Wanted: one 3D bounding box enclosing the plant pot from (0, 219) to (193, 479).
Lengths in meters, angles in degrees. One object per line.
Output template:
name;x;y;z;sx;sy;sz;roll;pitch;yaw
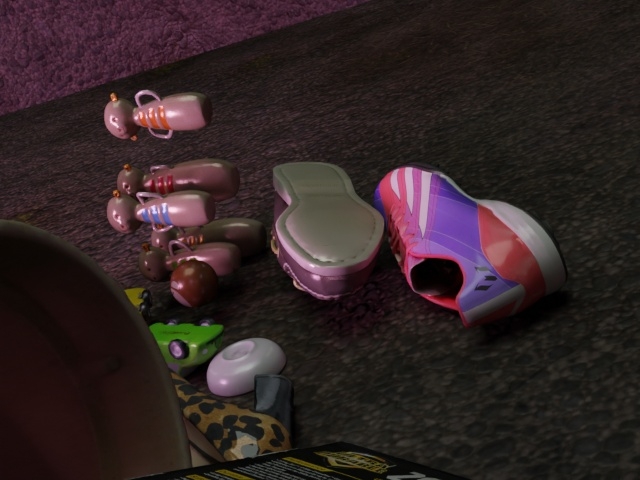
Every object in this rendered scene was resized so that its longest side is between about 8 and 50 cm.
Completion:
plant pot;-0.306;0.186;0.759;0.306;0.333;0.334;-17;21;24

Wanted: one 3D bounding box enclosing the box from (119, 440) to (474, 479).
box;0.029;0.192;0.595;0.257;0.079;0.322;2;3;-44

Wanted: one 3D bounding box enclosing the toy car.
toy car;-0.199;0.117;1.152;0.225;0.053;0.239;-1;21;31

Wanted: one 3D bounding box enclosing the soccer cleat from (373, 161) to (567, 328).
soccer cleat;0.115;0.000;1.101;0.116;0.108;0.318;-31;26;-14

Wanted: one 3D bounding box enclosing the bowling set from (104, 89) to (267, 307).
bowling set;-0.182;-0.019;1.251;0.154;0.287;0.199;-3;45;17

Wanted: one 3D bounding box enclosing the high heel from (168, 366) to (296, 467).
high heel;-0.149;0.173;0.910;0.261;0.093;0.186;-7;16;2

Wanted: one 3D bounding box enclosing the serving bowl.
serving bowl;-0.077;0.121;1.083;0.083;0.027;0.083;-17;22;7

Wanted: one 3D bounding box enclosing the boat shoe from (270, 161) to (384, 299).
boat shoe;0.000;0.000;1.209;0.117;0.096;0.324;-1;21;-9
